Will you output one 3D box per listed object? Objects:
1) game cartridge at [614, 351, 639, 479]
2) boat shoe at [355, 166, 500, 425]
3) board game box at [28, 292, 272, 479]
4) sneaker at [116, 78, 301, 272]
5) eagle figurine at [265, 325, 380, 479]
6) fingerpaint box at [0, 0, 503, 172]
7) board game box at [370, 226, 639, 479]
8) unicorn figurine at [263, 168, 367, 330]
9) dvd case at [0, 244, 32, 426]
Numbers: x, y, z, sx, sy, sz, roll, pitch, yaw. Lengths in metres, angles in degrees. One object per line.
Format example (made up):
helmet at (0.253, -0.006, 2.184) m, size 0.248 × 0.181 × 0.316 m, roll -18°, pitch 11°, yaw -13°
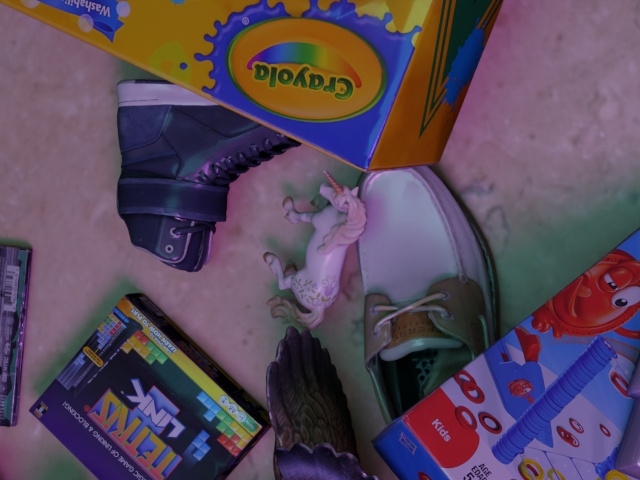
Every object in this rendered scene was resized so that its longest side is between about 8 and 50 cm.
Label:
game cartridge at (0.369, 0.041, 1.219) m, size 0.230 × 0.068 × 0.355 m, roll 21°, pitch 76°, yaw 0°
boat shoe at (0.091, 0.074, 1.354) m, size 0.113 × 0.103 × 0.302 m, roll -18°, pitch 86°, yaw 17°
board game box at (-0.148, 0.153, 1.450) m, size 0.170 × 0.048 × 0.141 m, roll 42°, pitch 100°, yaw 11°
sneaker at (-0.069, -0.053, 1.399) m, size 0.226 × 0.086 × 0.163 m, roll 1°, pitch 85°, yaw 21°
eagle figurine at (-0.010, 0.254, 1.322) m, size 0.226 × 0.225 × 0.298 m, roll 33°, pitch 107°, yaw 23°
fingerpaint box at (-0.061, -0.306, 1.258) m, size 0.445 × 0.163 × 0.371 m, roll 27°, pitch 104°, yaw 19°
board game box at (0.252, 0.174, 1.242) m, size 0.302 × 0.086 × 0.308 m, roll -36°, pitch 81°, yaw -22°
unicorn figurine at (0.000, 0.000, 1.373) m, size 0.060 × 0.111 × 0.162 m, roll -9°, pitch 112°, yaw -27°
dvd case at (-0.375, 0.076, 1.525) m, size 0.221 × 0.018 × 0.164 m, roll 7°, pitch 94°, yaw 14°
